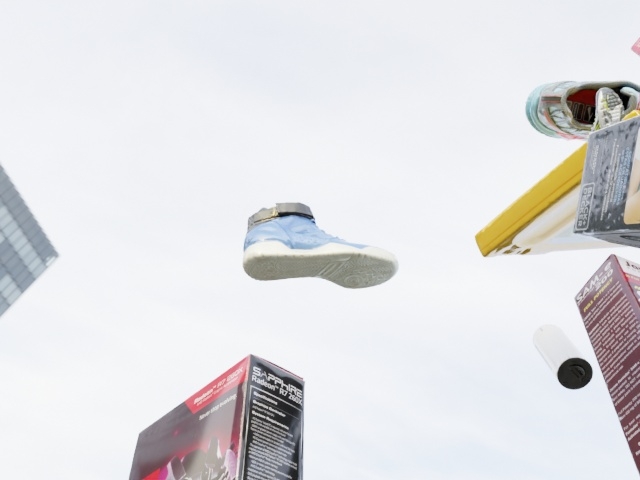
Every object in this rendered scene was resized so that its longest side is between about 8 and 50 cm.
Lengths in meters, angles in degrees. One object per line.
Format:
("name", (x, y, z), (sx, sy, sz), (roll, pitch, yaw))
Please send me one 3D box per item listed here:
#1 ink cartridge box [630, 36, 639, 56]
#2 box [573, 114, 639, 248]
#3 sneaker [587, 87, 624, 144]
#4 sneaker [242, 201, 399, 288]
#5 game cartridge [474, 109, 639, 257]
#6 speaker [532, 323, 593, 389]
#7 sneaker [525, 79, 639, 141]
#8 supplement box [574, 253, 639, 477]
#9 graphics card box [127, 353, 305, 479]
("ink cartridge box", (0.427, -0.186, 0.675), (0.109, 0.150, 0.063), (29, -62, -16))
("box", (0.301, -0.033, 0.359), (0.169, 0.290, 0.087), (11, -92, -4))
("sneaker", (0.287, -0.113, 0.634), (0.035, 0.031, 0.083), (178, -94, -65))
("sneaker", (0.000, -0.001, 0.615), (0.152, 0.084, 0.058), (2, -43, -6))
("game cartridge", (0.418, -0.065, 0.850), (0.324, 0.052, 0.285), (-5, -27, -30))
("speaker", (0.384, 0.183, 0.989), (0.055, 0.136, 0.055), (1, -75, 3))
("sneaker", (0.450, -0.183, 0.925), (0.262, 0.125, 0.104), (3, -85, -5))
("supplement box", (0.332, 0.125, 0.564), (0.130, 0.239, 0.073), (20, -57, -8))
("graphics card box", (-0.122, 0.323, 0.618), (0.094, 0.370, 0.233), (35, -56, -29))
